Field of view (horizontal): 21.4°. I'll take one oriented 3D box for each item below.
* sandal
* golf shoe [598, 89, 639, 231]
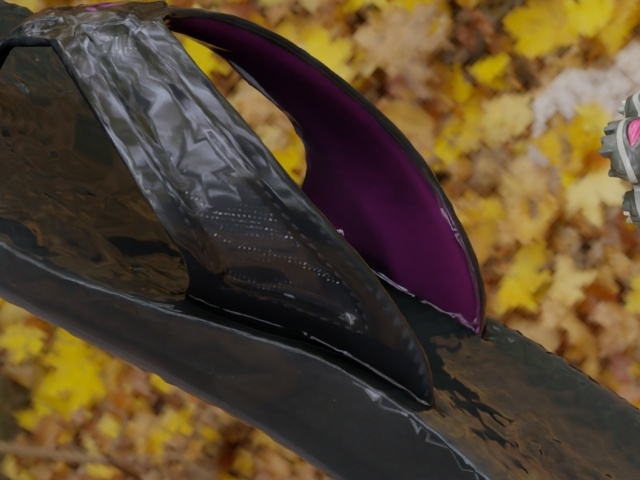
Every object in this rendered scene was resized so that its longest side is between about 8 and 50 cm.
[{"bbox_3d":[0.002,0.000,0.646,0.107,0.446,0.167,-58,-1,27],"label":"sandal"},{"bbox_3d":[0.280,-0.111,1.144,0.120,0.105,0.273,-7,42,32],"label":"golf shoe"}]
